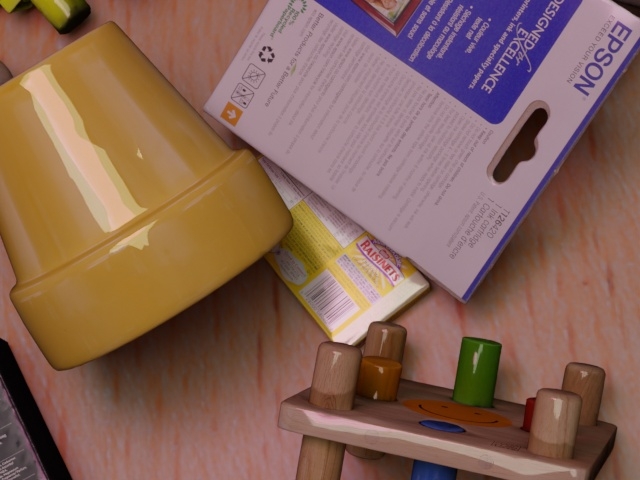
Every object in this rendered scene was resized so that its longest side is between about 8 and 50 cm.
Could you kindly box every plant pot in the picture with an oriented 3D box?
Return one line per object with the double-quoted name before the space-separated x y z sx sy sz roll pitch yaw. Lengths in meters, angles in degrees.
"plant pot" -0.190 -0.050 1.655 0.254 0.254 0.239 -32 98 -1

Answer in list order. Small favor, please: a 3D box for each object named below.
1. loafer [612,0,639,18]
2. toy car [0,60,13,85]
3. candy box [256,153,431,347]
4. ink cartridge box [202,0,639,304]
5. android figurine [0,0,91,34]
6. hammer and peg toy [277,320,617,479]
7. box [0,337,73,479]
"loafer" 0.131 -0.203 1.767 0.366 0.134 0.130 3 102 20
"toy car" -0.407 -0.072 1.801 0.219 0.210 0.238 28 110 28
"candy box" 0.000 0.000 1.767 0.105 0.027 0.206 -37 72 -5
"ink cartridge box" 0.093 -0.154 1.684 0.307 0.072 0.303 36 110 8
"android figurine" -0.298 -0.341 1.838 0.273 0.056 0.248 48 117 7
"hammer and peg toy" 0.165 0.165 1.569 0.361 0.266 0.127 11 96 14
"box" -0.378 0.221 1.728 0.261 0.103 0.184 -28 75 1
